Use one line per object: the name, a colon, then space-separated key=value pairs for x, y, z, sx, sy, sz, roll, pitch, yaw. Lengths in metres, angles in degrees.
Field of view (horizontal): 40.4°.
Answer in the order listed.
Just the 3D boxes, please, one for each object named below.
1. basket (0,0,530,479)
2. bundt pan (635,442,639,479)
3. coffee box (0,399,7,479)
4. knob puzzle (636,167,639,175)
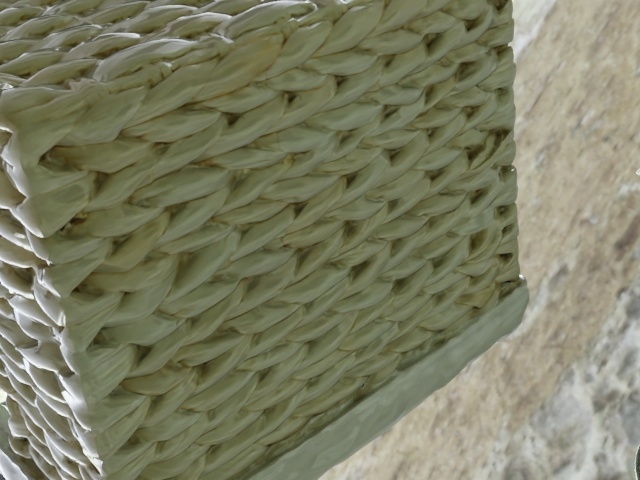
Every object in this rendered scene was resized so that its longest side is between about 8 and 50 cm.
basket: x=-0.093 y=-0.038 z=0.540 sx=0.331 sy=0.328 sz=0.266 roll=-30 pitch=128 yaw=-32
bundt pan: x=0.496 y=0.270 z=0.873 sx=0.331 sy=0.124 sz=0.331 roll=-18 pitch=-125 yaw=28
coffee box: x=-0.190 y=0.262 z=0.605 sx=0.168 sy=0.119 sz=0.297 roll=-23 pitch=-127 yaw=40
knob puzzle: x=0.483 y=-0.179 z=1.081 sx=0.213 sy=0.030 sz=0.213 roll=-44 pitch=172 yaw=-8
